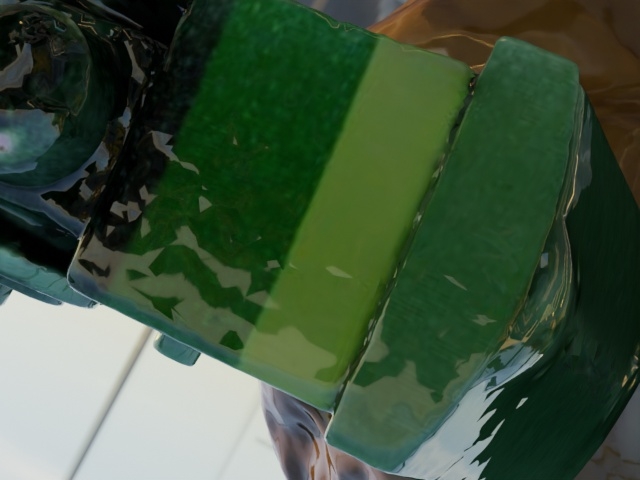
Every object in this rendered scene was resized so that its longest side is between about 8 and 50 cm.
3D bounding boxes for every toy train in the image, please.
[{"bbox_3d":[0.000,0.000,0.561,0.202,0.120,0.301,24,177,18],"label":"toy train"}]

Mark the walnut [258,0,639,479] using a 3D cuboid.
[{"bbox_3d":[0.120,0.045,0.912,0.308,0.354,0.398,5,142,-5],"label":"walnut"}]
